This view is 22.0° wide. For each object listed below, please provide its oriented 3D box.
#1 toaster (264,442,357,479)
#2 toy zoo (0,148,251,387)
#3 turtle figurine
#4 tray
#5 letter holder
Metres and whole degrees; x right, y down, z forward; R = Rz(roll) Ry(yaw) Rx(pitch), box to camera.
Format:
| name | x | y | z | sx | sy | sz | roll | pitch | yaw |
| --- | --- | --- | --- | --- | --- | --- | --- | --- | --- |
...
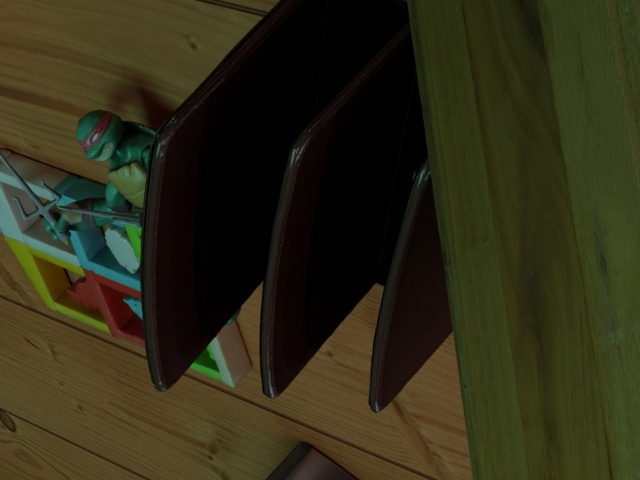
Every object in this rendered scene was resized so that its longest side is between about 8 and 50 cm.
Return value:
| name | x | y | z | sx | sy | sz | roll | pitch | yaw |
| --- | --- | --- | --- | --- | --- | --- | --- | --- | --- |
| toaster | -0.004 | 0.299 | 1.579 | 0.168 | 0.110 | 0.186 | 36 | 150 | 9 |
| toy zoo | -0.205 | 0.019 | 1.532 | 0.293 | 0.030 | 0.192 | 19 | 143 | 33 |
| turtle figurine | -0.131 | -0.028 | 1.305 | 0.234 | 0.118 | 0.175 | 38 | 163 | -21 |
| tray | 0.138 | 0.005 | 0.822 | 0.203 | 0.076 | 0.411 | 145 | 123 | -59 |
| letter holder | 0.000 | 0.000 | 1.090 | 0.152 | 0.214 | 0.302 | 32 | 148 | 17 |
